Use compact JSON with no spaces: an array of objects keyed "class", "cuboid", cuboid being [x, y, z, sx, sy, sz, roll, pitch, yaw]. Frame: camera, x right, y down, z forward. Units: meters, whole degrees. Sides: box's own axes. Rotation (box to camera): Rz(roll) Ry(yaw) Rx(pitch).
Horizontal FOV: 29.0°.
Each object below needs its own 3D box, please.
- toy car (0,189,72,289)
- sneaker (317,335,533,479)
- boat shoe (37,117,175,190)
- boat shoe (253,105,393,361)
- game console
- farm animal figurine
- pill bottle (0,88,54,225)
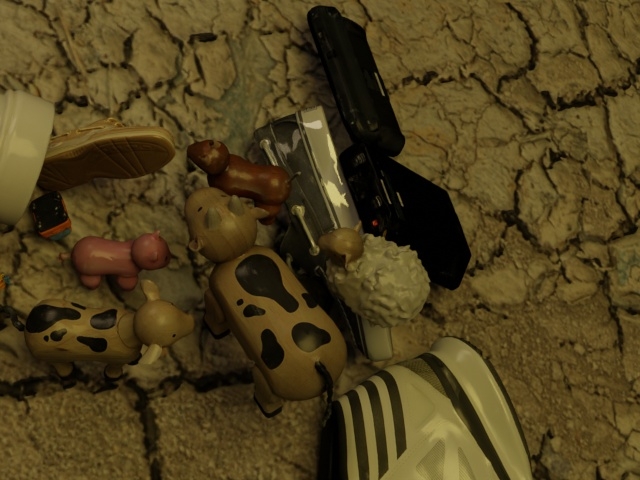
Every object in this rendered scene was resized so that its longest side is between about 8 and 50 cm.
[{"class":"toy car","cuboid":[-0.305,0.002,1.275,0.122,0.060,0.040,-39,138,-16]},{"class":"sneaker","cuboid":[0.138,0.348,1.329,0.257,0.169,0.447,-22,76,-23]},{"class":"boat shoe","cuboid":[-0.224,-0.098,1.277,0.063,0.170,0.059,59,31,-44]},{"class":"boat shoe","cuboid":[0.000,0.000,1.390,0.102,0.108,0.301,-19,83,3]},{"class":"game console","cuboid":[0.073,-0.118,1.458,0.213,0.044,0.361,25,42,-56]},{"class":"farm animal figurine","cuboid":[-0.099,0.048,1.212,0.327,0.172,0.330,38,68,11]},{"class":"pill bottle","cuboid":[-0.423,-0.119,1.160,0.318,0.176,0.176,18,66,-22]}]
